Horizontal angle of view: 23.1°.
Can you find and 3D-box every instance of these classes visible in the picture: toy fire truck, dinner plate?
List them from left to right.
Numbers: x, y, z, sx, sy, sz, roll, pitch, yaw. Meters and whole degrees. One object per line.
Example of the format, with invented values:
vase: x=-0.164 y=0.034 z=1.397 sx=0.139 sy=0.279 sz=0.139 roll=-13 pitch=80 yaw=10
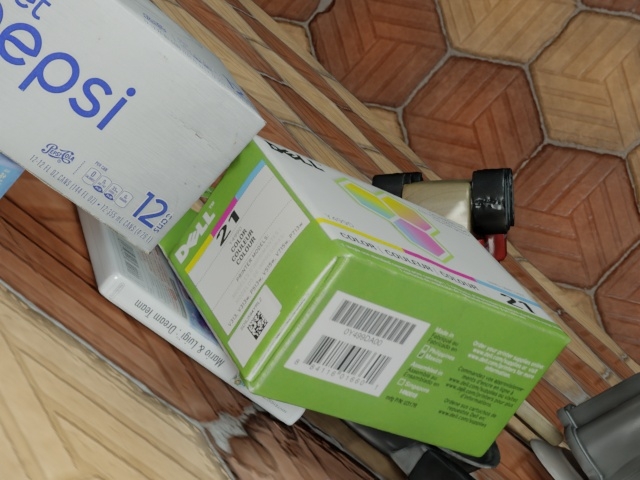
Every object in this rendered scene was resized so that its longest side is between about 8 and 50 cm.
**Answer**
toy fire truck: x=0.140 y=0.058 z=1.436 sx=0.159 sy=0.246 sz=0.217 roll=-2 pitch=3 yaw=9
dinner plate: x=0.245 y=0.224 z=1.407 sx=0.141 sy=0.017 sz=0.141 roll=42 pitch=10 yaw=-9

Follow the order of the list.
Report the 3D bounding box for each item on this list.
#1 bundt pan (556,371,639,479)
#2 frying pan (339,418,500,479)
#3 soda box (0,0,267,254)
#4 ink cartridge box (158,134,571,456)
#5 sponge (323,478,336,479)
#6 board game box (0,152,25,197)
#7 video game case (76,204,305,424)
bundt pan: x=0.352 y=0.237 z=1.337 sx=0.331 sy=0.124 sz=0.331 roll=47 pitch=11 yaw=-12
frying pan: x=0.073 y=0.129 z=1.008 sx=0.197 sy=0.053 sz=0.326 roll=27 pitch=19 yaw=-53
soda box: x=-0.164 y=-0.117 z=0.761 sx=0.286 sy=0.098 sz=0.091 roll=37 pitch=10 yaw=-33
ink cartridge box: x=0.000 y=0.000 z=0.945 sx=0.189 sy=0.097 sz=0.255 roll=21 pitch=21 yaw=-39
sponge: x=0.099 y=0.183 z=0.759 sx=0.210 sy=0.031 sz=0.117 roll=39 pitch=-24 yaw=-20
board game box: x=-0.246 y=-0.089 z=0.713 sx=0.160 sy=0.039 sz=0.211 roll=46 pitch=9 yaw=18
video game case: x=-0.081 y=0.031 z=0.922 sx=0.143 sy=0.019 sz=0.157 roll=38 pitch=9 yaw=-26
